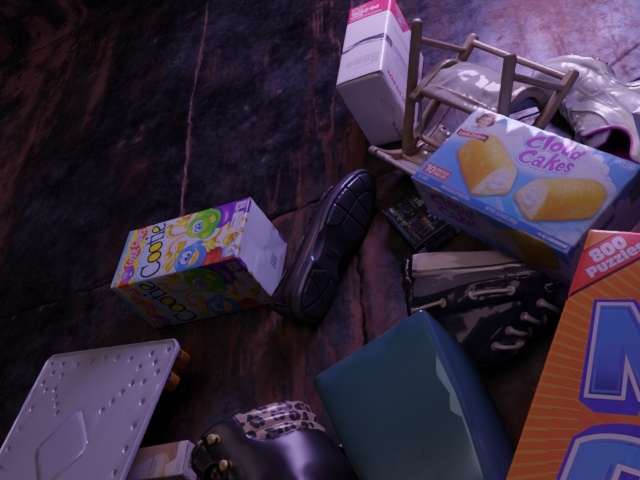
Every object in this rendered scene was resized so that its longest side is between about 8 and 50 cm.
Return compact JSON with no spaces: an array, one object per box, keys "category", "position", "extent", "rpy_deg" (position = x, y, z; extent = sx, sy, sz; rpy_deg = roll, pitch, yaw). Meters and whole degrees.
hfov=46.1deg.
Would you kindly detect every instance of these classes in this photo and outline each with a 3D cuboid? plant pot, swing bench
[{"category":"plant pot","position":[0.130,0.244,0.882],"extent":[0.165,0.165,0.234],"rpy_deg":[-34,48,13]},{"category":"swing bench","position":[0.242,-0.205,1.253],"extent":[0.253,0.165,0.255],"rpy_deg":[41,121,48]}]

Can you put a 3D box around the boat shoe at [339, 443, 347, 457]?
[{"category":"boat shoe","position":[0.088,0.294,1.021],"extent":[0.135,0.050,0.045],"rpy_deg":[12,53,35]}]

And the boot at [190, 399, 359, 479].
[{"category":"boot","position":[-0.092,0.368,0.924],"extent":[0.377,0.138,0.284],"rpy_deg":[-22,43,-19]}]

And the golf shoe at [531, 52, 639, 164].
[{"category":"golf shoe","position":[0.432,-0.203,1.186],"extent":[0.140,0.115,0.306],"rpy_deg":[-47,41,-6]}]

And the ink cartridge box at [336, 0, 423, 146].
[{"category":"ink cartridge box","position":[0.121,-0.329,1.469],"extent":[0.100,0.172,0.237],"rpy_deg":[-12,47,27]}]

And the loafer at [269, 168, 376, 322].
[{"category":"loafer","position":[0.000,0.000,1.309],"extent":[0.095,0.109,0.303],"rpy_deg":[3,58,42]}]

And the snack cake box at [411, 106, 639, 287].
[{"category":"snack cake box","position":[0.271,-0.064,0.996],"extent":[0.152,0.089,0.264],"rpy_deg":[-47,46,-11]}]

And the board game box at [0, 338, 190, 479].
[{"category":"board game box","position":[-0.422,0.362,1.275],"extent":[0.389,0.050,0.390],"rpy_deg":[-12,47,38]}]

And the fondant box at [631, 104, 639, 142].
[{"category":"fondant box","position":[0.547,-0.052,0.867],"extent":[0.096,0.238,0.330],"rpy_deg":[-46,42,-10]}]

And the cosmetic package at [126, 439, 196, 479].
[{"category":"cosmetic package","position":[-0.251,0.360,1.199],"extent":[0.115,0.041,0.060],"rpy_deg":[-16,45,23]}]

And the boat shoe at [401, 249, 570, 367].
[{"category":"boat shoe","position":[0.278,0.095,1.035],"extent":[0.340,0.127,0.158],"rpy_deg":[-6,71,26]}]

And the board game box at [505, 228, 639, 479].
[{"category":"board game box","position":[0.388,0.247,0.617],"extent":[0.356,0.356,0.357],"rpy_deg":[5,56,39]}]

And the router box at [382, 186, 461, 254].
[{"category":"router box","position":[0.172,-0.035,1.266],"extent":[0.092,0.038,0.122],"rpy_deg":[-37,41,1]}]

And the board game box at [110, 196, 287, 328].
[{"category":"board game box","position":[-0.222,0.046,1.388],"extent":[0.275,0.142,0.144],"rpy_deg":[-14,46,24]}]
